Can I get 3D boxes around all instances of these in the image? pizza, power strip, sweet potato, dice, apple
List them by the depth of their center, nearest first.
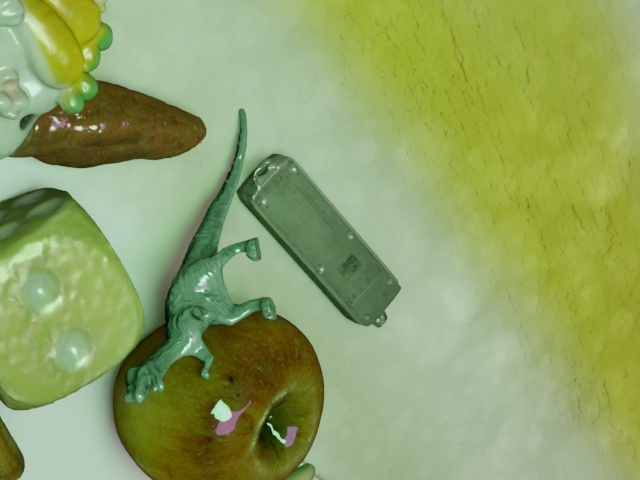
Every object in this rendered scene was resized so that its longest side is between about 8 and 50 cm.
[{"bbox_3d":[-0.297,0.058,1.220,0.169,0.166,0.169,-33,115,-21],"label":"dice"},{"bbox_3d":[-0.378,0.166,1.231,0.058,0.127,0.246,-32,130,-17],"label":"pizza"},{"bbox_3d":[-0.238,-0.122,1.259,0.252,0.097,0.097,5,98,-28],"label":"sweet potato"},{"bbox_3d":[-0.119,0.180,1.345,0.237,0.207,0.237,-22,121,-41],"label":"apple"},{"bbox_3d":[0.000,0.000,1.443,0.078,0.052,0.272,-48,118,-12],"label":"power strip"}]

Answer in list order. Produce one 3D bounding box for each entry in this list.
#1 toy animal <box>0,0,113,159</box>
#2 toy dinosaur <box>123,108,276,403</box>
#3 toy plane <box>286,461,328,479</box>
[{"bbox_3d":[-0.341,-0.200,1.105,0.183,0.247,0.310,-25,119,-68],"label":"toy animal"},{"bbox_3d":[-0.093,0.023,1.285,0.076,0.129,0.383,75,32,-50],"label":"toy dinosaur"},{"bbox_3d":[-0.088,0.354,1.450,0.244,0.092,0.229,-44,102,-18],"label":"toy plane"}]
